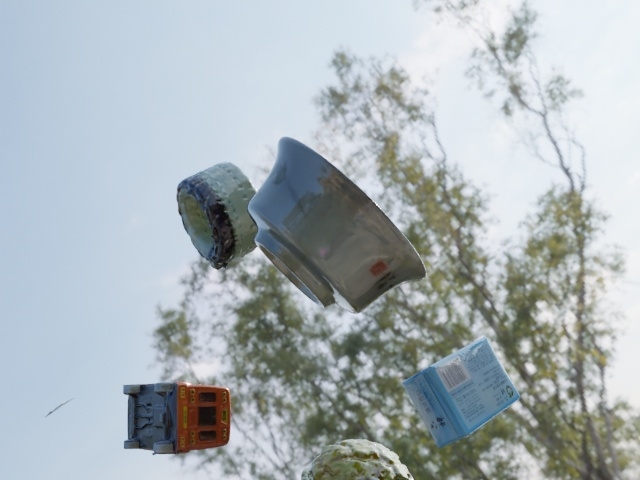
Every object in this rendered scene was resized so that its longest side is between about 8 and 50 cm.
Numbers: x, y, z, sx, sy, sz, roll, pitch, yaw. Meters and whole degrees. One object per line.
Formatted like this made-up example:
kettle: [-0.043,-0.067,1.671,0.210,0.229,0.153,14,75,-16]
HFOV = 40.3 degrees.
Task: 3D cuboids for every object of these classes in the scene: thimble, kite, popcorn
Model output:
thimble: [-0.235,-0.059,2.082,0.150,0.237,0.237,-25,-28,-24]
kite: [-0.617,0.392,2.063,0.090,0.004,0.122,-31,-4,-37]
popcorn: [0.082,0.556,1.862,0.282,0.282,0.247,-37,-2,6]

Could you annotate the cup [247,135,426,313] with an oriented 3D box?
cup: [0.000,0.000,1.495,0.163,0.347,0.347,-45,-26,-8]

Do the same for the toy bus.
toy bus: [-0.304,0.362,1.798,0.153,0.143,0.329,4,-12,-29]

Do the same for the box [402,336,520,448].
box: [0.278,0.291,1.696,0.083,0.143,0.232,-38,-14,35]
